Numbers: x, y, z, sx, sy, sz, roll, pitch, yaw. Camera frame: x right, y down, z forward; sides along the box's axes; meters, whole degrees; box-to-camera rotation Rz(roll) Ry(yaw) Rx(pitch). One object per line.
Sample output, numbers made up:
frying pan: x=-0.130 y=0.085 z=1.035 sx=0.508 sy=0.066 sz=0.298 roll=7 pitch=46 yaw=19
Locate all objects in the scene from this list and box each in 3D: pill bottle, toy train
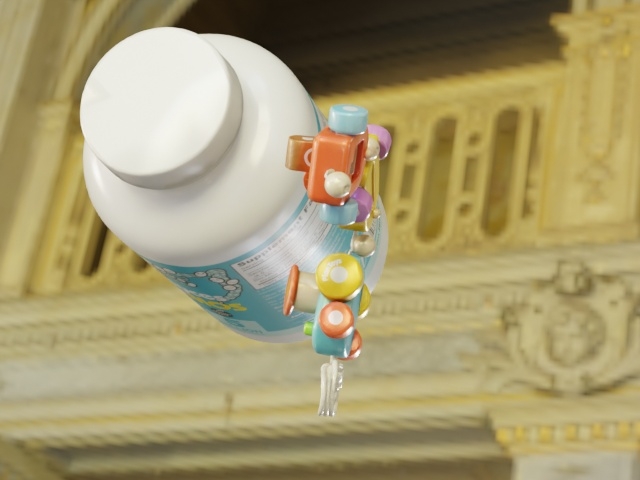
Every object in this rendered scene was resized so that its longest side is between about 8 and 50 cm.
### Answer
pill bottle: x=-0.056 y=-0.036 z=1.050 sx=0.146 sy=0.146 sz=0.264 roll=0 pitch=-20 yaw=18
toy train: x=0.000 y=0.000 z=0.855 sx=0.046 sy=0.125 sz=0.166 roll=10 pitch=-67 yaw=10
